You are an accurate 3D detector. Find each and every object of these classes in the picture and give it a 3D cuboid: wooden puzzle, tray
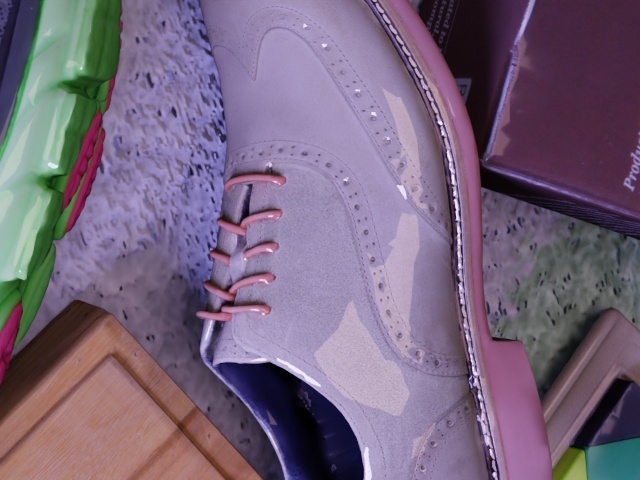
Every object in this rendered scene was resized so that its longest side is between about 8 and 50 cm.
[{"bbox_3d":[0.202,0.196,1.098,0.238,0.044,0.221,41,78,-22],"label":"wooden puzzle"},{"bbox_3d":[-0.200,0.247,0.905,0.411,0.076,0.203,-45,110,-14],"label":"tray"}]

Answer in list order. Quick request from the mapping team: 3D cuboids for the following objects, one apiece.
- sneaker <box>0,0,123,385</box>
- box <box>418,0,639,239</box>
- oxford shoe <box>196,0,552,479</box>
[{"bbox_3d":[-0.223,-0.013,0.805,0.202,0.185,0.483,20,72,-3],"label":"sneaker"},{"bbox_3d":[0.246,-0.084,1.043,0.381,0.143,0.191,18,88,-26],"label":"box"},{"bbox_3d":[0.000,0.000,0.914,0.146,0.140,0.397,-22,94,-30],"label":"oxford shoe"}]
